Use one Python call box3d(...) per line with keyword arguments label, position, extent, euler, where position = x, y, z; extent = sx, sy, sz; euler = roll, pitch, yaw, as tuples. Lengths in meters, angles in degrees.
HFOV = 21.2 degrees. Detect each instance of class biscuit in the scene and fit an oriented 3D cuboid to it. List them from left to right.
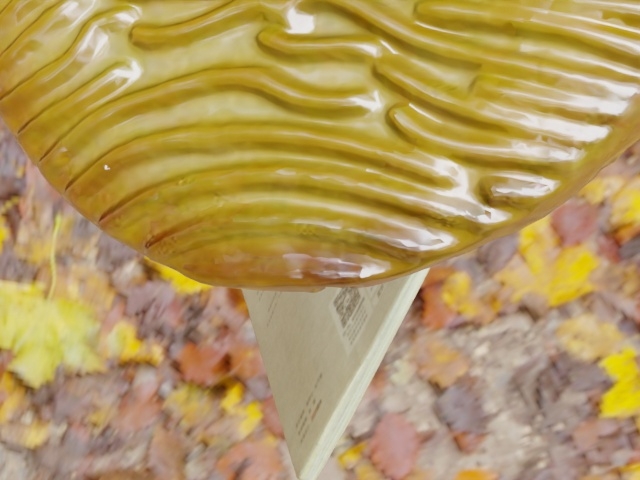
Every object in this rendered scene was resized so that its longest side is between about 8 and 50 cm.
box3d(label="biscuit", position=(0.000, -0.137, 0.603), extent=(0.318, 0.040, 0.318), euler=(-5, 78, 26))

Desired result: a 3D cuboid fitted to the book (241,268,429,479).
box3d(label="book", position=(0.000, 0.000, 1.188), extent=(0.025, 0.215, 0.282), euler=(12, 35, -23))
